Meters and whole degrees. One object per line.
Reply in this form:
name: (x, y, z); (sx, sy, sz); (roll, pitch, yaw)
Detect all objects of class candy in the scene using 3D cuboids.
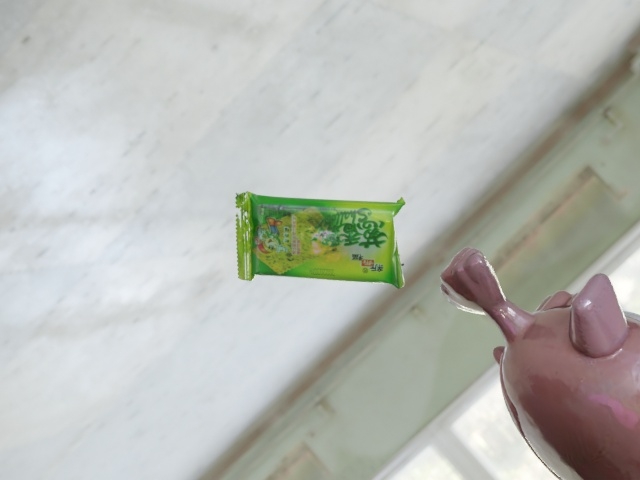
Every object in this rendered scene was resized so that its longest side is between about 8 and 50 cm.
candy: (0.000, 0.001, 1.322); (0.032, 0.178, 0.102); (-71, 163, -69)

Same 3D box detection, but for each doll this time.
doll: (0.171, 0.098, 0.700); (0.093, 0.262, 0.211); (-48, 174, -20)
